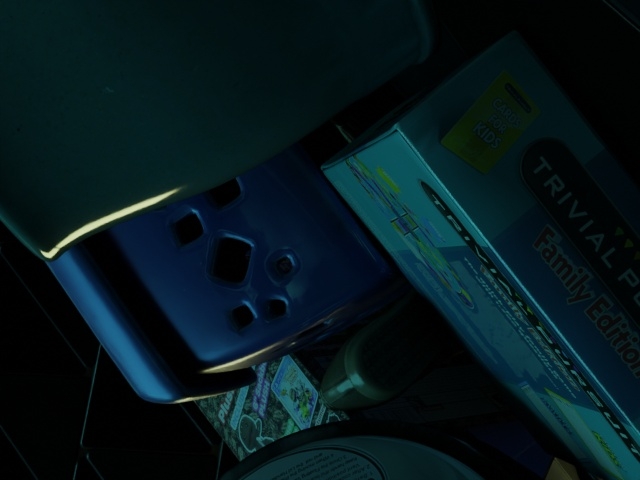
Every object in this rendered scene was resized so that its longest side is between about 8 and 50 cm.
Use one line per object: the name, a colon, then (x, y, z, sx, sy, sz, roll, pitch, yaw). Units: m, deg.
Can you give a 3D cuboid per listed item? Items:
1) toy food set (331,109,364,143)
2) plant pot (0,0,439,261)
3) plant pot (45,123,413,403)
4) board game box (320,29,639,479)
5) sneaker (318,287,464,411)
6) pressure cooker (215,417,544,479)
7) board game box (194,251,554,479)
toy food set: (0.006, -0.108, 1.299, 0.122, 0.019, 0.078, 49, 175, 15)
plant pot: (-0.116, -0.134, 0.872, 0.272, 0.255, 0.271, 50, 175, 6)
plant pot: (-0.077, -0.007, 1.167, 0.236, 0.212, 0.236, 55, -171, 8)
board game box: (0.124, 0.023, 0.881, 0.254, 0.079, 0.336, 51, 175, -3)
sneaker: (0.069, 0.062, 1.079, 0.071, 0.188, 0.066, -35, 83, 48)
pressure cooker: (0.070, 0.319, 1.035, 0.375, 0.370, 0.420, 16, 165, 38)
board game box: (0.038, 0.130, 1.377, 0.291, 0.232, 0.141, 46, 128, 43)
